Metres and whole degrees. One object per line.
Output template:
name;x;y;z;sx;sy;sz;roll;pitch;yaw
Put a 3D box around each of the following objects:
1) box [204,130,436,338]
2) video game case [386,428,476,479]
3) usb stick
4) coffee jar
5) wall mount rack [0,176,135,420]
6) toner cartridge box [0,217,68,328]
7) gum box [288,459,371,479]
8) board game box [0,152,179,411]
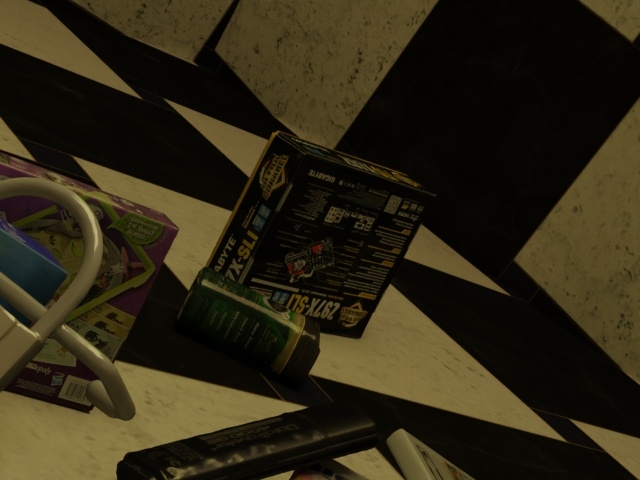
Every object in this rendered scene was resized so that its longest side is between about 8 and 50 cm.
box;0.000;0.000;1.934;0.322;0.257;0.079;14;19;-50
video game case;0.167;0.309;1.325;0.206;0.026;0.227;40;14;-46
usb stick;-0.062;0.200;1.263;0.278;0.045;0.077;-8;20;-42
coffee jar;-0.087;0.108;1.703;0.184;0.079;0.096;27;9;-5
wall mount rack;-0.306;0.090;0.879;0.304;0.350;0.130;35;-21;20
toner cartridge box;-0.394;-0.007;1.078;0.348;0.165;0.075;36;-2;-30
gum box;0.041;0.282;1.303;0.188;0.062;0.107;29;11;3
board game box;-0.323;0.019;1.221;0.347;0.208;0.056;22;14;-32
